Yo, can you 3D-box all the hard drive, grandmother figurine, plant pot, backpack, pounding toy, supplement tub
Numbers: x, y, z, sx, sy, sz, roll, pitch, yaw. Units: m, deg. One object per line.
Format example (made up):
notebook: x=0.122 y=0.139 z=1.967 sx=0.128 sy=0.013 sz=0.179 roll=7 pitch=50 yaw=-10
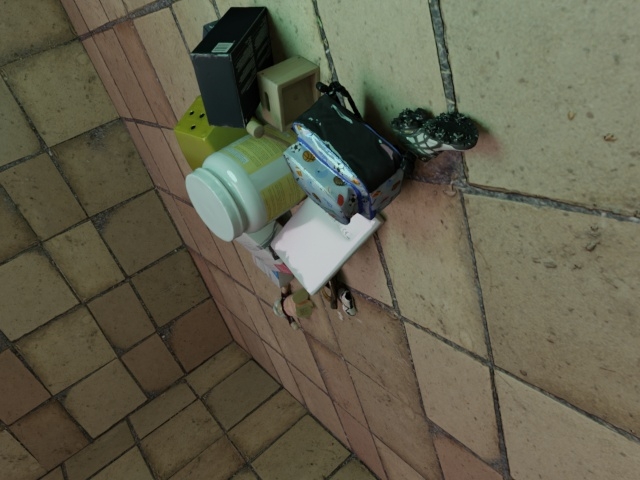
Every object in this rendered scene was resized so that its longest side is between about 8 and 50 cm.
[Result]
hard drive: x=0.009 y=-0.019 z=1.302 sx=0.203 sy=0.040 sz=0.307 roll=50 pitch=120 yaw=15
grandmother figurine: x=-0.131 y=0.299 z=2.103 sx=0.342 sy=0.104 sz=0.208 roll=160 pitch=105 yaw=-68
plant pot: x=-0.309 y=-0.315 z=1.418 sx=0.212 sy=0.212 sz=0.187 roll=22 pitch=163 yaw=31
backpack: x=0.062 y=-0.155 z=1.023 sx=0.276 sy=0.213 sz=0.263 roll=51 pitch=-175 yaw=20
pounding toy: x=-0.106 y=-0.323 z=1.149 sx=0.094 sy=0.206 sz=0.181 roll=41 pitch=152 yaw=32
supplement tub: x=-0.173 y=-0.169 z=1.293 sx=0.241 sy=0.331 sz=0.241 roll=38 pitch=148 yaw=28

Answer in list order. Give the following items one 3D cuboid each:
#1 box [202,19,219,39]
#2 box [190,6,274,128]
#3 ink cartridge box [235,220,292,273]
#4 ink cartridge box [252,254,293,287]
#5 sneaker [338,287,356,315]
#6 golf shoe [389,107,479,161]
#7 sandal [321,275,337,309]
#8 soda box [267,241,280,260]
box: x=-0.292 y=-0.517 z=1.435 sx=0.183 sy=0.059 sz=0.233 roll=54 pitch=155 yaw=7
box: x=-0.200 y=-0.422 z=1.134 sx=0.103 sy=0.261 sz=0.184 roll=5 pitch=137 yaw=13
ink cartridge box: x=-0.209 y=-0.009 z=1.726 sx=0.283 sy=0.117 sz=0.207 roll=43 pitch=162 yaw=-23
ink cartridge box: x=-0.207 y=0.089 z=1.993 sx=0.190 sy=0.082 sz=0.139 roll=41 pitch=151 yaw=33
sneaker: x=0.097 y=0.219 z=1.636 sx=0.044 sy=0.040 sz=0.109 roll=2 pitch=122 yaw=59
golf shoe: x=0.221 y=-0.190 z=0.882 sx=0.198 sy=0.077 sz=0.094 roll=37 pitch=161 yaw=50
sandal: x=0.029 y=0.172 z=1.646 sx=0.219 sy=0.060 sz=0.090 roll=86 pitch=-177 yaw=-56
soda box: x=-0.092 y=0.006 z=1.585 sx=0.060 sy=0.169 sz=0.053 roll=61 pitch=-161 yaw=-11
